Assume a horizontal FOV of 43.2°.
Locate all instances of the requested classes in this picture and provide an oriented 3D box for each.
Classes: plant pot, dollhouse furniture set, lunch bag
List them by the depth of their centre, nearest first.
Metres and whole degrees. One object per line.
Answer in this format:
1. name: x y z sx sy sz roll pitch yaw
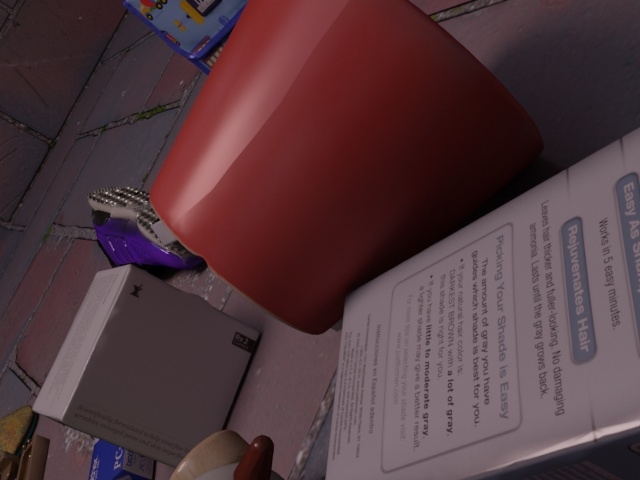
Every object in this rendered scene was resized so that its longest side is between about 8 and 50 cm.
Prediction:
1. plant pot: 0.004 -0.073 0.688 0.243 0.275 0.275 -50 28 7
2. lunch bag: -0.135 -0.369 1.224 0.221 0.293 0.138 -34 36 40
3. dollhouse furniture set: -0.546 0.401 1.321 0.151 0.123 0.144 -47 29 22

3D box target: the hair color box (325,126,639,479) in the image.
1. hair color box: 0.166 0.059 0.481 0.374 0.113 0.185 -34 36 41

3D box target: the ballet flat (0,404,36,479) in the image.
1. ballet flat: -0.638 0.444 1.445 0.123 0.123 0.349 10 71 61

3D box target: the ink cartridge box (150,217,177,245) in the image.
1. ink cartridge box: -0.120 -0.089 1.122 0.208 0.045 0.206 -15 29 53

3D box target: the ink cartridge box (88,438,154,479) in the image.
1. ink cartridge box: -0.258 0.248 1.078 0.097 0.046 0.207 -45 30 27

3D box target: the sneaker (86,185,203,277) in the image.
1. sneaker: -0.270 0.015 1.291 0.293 0.102 0.146 25 121 45

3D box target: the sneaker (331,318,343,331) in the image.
1. sneaker: 0.000 0.000 0.861 0.094 0.090 0.235 -39 34 14

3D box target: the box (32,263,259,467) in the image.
1. box: -0.197 0.148 0.926 0.119 0.181 0.182 -11 53 56

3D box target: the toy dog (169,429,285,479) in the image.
1. toy dog: -0.116 0.249 0.556 0.334 0.220 0.161 -55 -22 -46
